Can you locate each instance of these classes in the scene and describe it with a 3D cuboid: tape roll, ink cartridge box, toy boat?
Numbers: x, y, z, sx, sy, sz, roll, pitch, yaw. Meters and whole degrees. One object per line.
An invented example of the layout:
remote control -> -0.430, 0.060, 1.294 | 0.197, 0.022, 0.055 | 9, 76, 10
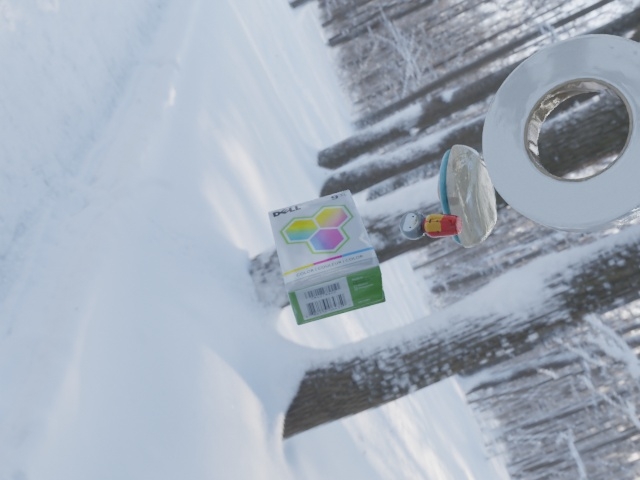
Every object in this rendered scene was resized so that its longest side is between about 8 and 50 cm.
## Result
tape roll -> 0.513, -0.209, 1.387 | 0.072, 0.392, 0.392 | 16, 47, -54
ink cartridge box -> 0.000, 0.000, 0.872 | 0.209, 0.109, 0.062 | -107, -178, -50
toy boat -> 0.320, -0.089, 1.745 | 0.318, 0.148, 0.268 | -38, 120, -48
